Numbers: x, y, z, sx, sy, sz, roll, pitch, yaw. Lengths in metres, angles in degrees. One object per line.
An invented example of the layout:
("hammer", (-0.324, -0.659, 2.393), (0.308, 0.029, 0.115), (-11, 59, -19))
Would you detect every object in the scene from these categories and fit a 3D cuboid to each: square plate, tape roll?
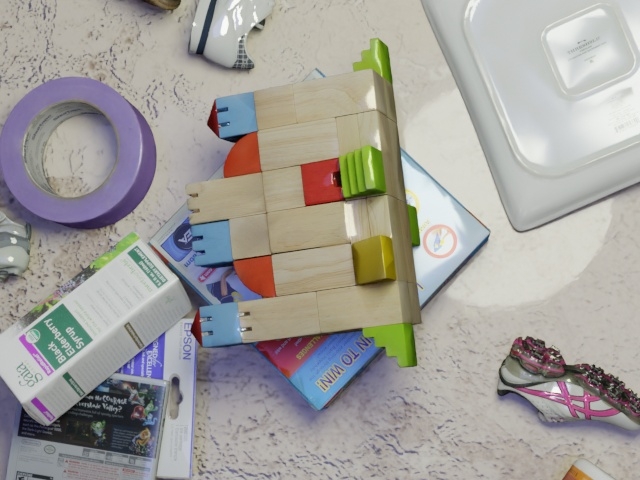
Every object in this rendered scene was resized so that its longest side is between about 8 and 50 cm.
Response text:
("square plate", (0.335, -0.232, 1.561), (0.347, 0.049, 0.344), (-23, 80, 15))
("tape roll", (-0.312, -0.112, 1.638), (0.189, 0.080, 0.189), (-1, 85, 6))

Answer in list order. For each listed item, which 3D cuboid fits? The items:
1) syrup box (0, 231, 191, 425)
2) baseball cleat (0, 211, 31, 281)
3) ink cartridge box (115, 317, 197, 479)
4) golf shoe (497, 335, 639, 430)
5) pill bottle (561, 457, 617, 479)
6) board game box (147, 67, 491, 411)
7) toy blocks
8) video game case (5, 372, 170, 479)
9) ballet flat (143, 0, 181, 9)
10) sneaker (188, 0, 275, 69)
("syrup box", (-0.283, 0.109, 1.550), (0.237, 0.096, 0.093), (-39, 65, -13))
("baseball cleat", (-0.478, 0.005, 1.660), (0.206, 0.072, 0.109), (0, 70, 2))
("ink cartridge box", (-0.255, 0.198, 1.615), (0.208, 0.045, 0.206), (2, 84, 9))
("golf shoe", (0.307, 0.190, 1.551), (0.186, 0.067, 0.086), (26, 114, 8))
("pill bottle", (0.296, 0.376, 1.496), (0.121, 0.121, 0.216), (35, 89, 9))
("board game box", (0.000, 0.000, 1.588), (0.302, 0.086, 0.308), (44, 90, 9))
("toy blocks", (-0.035, -0.030, 1.478), (0.261, 0.191, 0.381), (-8, 83, 17))
("video game case", (-0.292, 0.247, 1.583), (0.190, 0.022, 0.173), (8, 87, 9))
("ballet flat", (-0.295, -0.426, 1.664), (0.124, 0.116, 0.342), (-30, 81, 23))
("sneaker", (-0.097, -0.339, 1.645), (0.095, 0.090, 0.235), (18, 90, -5))
